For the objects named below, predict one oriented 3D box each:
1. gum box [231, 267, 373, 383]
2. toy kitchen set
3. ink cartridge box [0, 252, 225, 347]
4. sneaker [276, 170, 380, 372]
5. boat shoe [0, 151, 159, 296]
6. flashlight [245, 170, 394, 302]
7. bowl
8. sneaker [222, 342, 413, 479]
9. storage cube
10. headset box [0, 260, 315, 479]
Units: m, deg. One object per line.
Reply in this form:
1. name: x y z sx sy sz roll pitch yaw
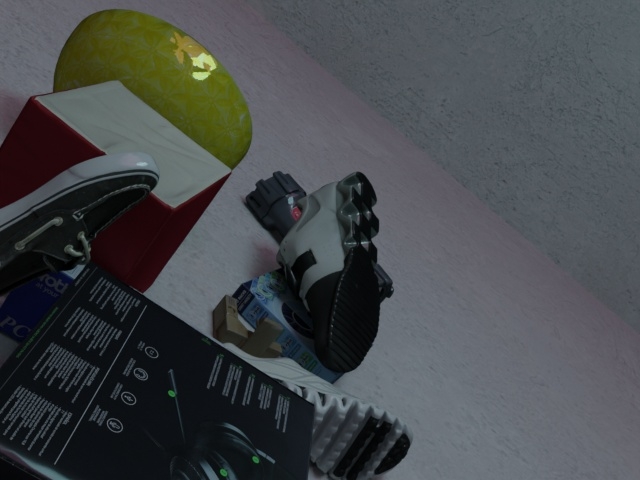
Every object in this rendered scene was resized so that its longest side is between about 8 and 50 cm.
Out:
1. gum box: -0.024 0.122 1.038 0.184 0.041 0.157 43 22 12
2. toy kitchen set: -0.087 0.108 0.925 0.083 0.068 0.075 29 23 -26
3. ink cartridge box: -0.210 0.095 0.711 0.207 0.097 0.046 34 21 -12
4. sneaker: 0.003 0.053 1.036 0.122 0.146 0.331 54 31 -40
5. boat shoe: -0.235 -0.003 0.627 0.070 0.219 0.078 57 -11 19
6. flashlight: 0.000 0.000 1.237 0.103 0.103 0.304 4 41 -54
7. bowl: -0.256 -0.149 0.970 0.289 0.289 0.156 35 54 -12
8. sneaker: -0.011 0.198 0.837 0.292 0.110 0.118 27 15 -29
9. storage cube: -0.246 -0.041 0.795 0.183 0.193 0.215 39 20 -1
10. headset box: -0.143 0.188 0.588 0.283 0.131 0.246 34 21 -12
